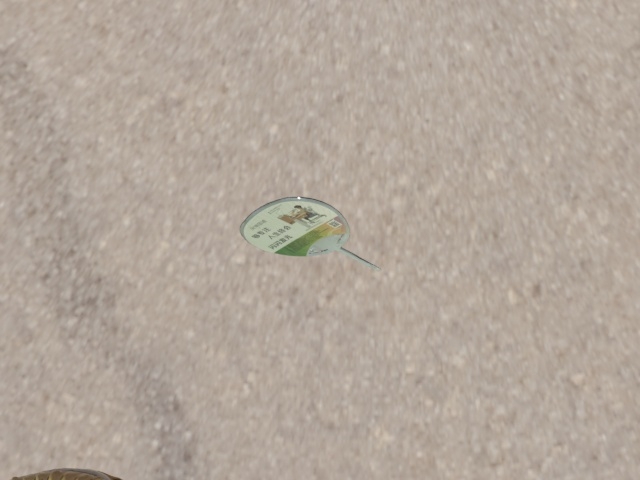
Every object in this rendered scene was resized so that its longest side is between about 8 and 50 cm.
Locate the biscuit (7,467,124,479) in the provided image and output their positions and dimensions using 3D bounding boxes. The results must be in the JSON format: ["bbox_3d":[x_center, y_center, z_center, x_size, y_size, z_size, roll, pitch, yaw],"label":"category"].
[{"bbox_3d":[-0.244,0.323,1.247,0.259,0.259,0.079,9,146,-1],"label":"biscuit"}]

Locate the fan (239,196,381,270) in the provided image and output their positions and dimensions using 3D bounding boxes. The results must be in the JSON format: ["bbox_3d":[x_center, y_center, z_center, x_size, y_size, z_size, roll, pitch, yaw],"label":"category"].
[{"bbox_3d":[-0.001,-0.005,0.707,0.080,0.003,0.060,10,149,-6],"label":"fan"}]
